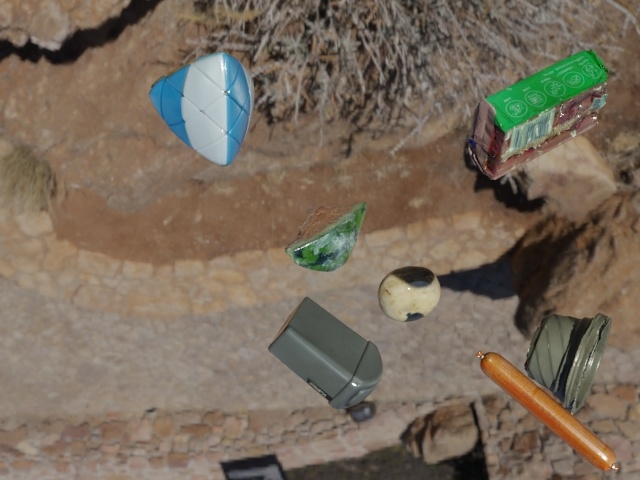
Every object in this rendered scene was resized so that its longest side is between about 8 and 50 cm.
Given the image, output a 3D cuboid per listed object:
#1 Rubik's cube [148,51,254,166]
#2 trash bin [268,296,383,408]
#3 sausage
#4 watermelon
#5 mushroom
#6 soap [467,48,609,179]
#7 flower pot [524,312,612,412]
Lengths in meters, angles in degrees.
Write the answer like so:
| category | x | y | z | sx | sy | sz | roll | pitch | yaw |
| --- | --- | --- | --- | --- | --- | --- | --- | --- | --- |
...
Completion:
| category | x | y | z | sx | sy | sz | roll | pitch | yaw |
| --- | --- | --- | --- | --- | --- | --- | --- | --- | --- |
| Rubik's cube | -0.215 | -0.274 | 1.785 | 0.255 | 0.254 | 0.254 | -1 | 137 | -1 |
| trash bin | 0.020 | 0.247 | 1.737 | 0.236 | 0.176 | 0.101 | 39 | 121 | -2 |
| sausage | 0.453 | 0.339 | 1.625 | 0.348 | 0.053 | 0.053 | 40 | 133 | 11 |
| watermelon | 0.006 | 0.004 | 1.282 | 0.080 | 0.155 | 0.101 | 12 | 117 | 23 |
| mushroom | 0.224 | 0.133 | 2.074 | 0.166 | 0.127 | 0.166 | -8 | 128 | -10 |
| soap | 0.413 | -0.238 | 1.528 | 0.273 | 0.098 | 0.217 | -28 | 154 | -14 |
| flower pot | 0.533 | 0.250 | 1.767 | 0.141 | 0.235 | 0.235 | 19 | 142 | 24 |
